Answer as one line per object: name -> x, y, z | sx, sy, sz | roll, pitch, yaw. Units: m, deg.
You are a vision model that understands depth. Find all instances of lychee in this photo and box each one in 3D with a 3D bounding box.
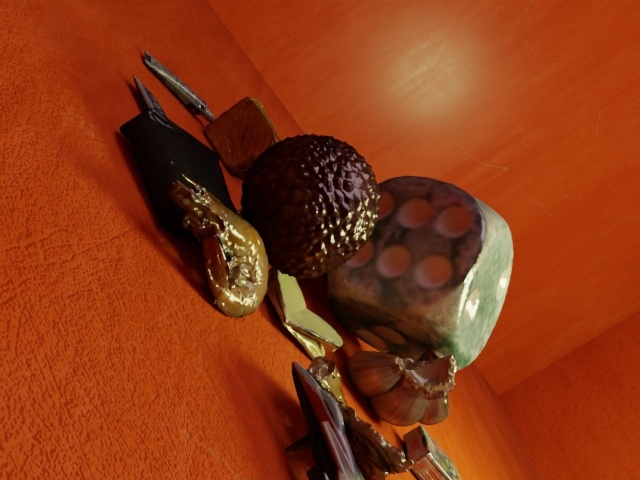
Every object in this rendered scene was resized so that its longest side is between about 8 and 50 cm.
lychee -> -0.020, -0.064, 1.257 | 0.260, 0.261, 0.260 | 53, 10, -14

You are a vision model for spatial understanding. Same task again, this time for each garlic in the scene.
garlic -> 0.163, 0.303, 1.436 | 0.191, 0.214, 0.160 | 129, -44, -68

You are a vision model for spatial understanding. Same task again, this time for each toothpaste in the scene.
toothpaste -> -0.302, -0.229, 1.288 | 0.197, 0.035, 0.057 | 58, 1, 30
toothpaste -> -0.318, -0.343, 1.586 | 0.216, 0.037, 0.062 | 43, 16, -38

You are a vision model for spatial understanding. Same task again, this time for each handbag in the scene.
handbag -> -0.205, -0.086, 1.146 | 0.223, 0.080, 0.247 | 61, 11, 24

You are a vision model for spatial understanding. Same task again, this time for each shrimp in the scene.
shrimp -> -0.148, 0.019, 1.024 | 0.287, 0.063, 0.152 | 51, 44, -55

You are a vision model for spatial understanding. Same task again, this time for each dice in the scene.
dice -> 0.228, 0.077, 1.595 | 0.328, 0.330, 0.348 | 16, -27, 29

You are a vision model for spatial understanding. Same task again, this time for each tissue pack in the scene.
tissue pack -> 0.238, 0.478, 1.476 | 0.148, 0.060, 0.108 | 51, 10, -16

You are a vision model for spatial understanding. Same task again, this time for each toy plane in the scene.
toy plane -> 0.023, 0.306, 0.894 | 0.326, 0.104, 0.223 | 55, 8, 25

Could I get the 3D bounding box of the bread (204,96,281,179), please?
bread -> -0.169, -0.236, 1.645 | 0.158, 0.143, 0.149 | 60, 10, 2

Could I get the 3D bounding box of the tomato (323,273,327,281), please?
tomato -> 0.058, 0.067, 1.808 | 0.199, 0.112, 0.227 | -33, 109, -63

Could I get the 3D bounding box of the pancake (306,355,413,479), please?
pancake -> 0.069, 0.282, 1.004 | 0.244, 0.057, 0.266 | 7, -49, 61

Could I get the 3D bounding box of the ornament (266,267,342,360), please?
ornament -> -0.046, 0.131, 1.283 | 0.201, 0.059, 0.180 | 54, 10, 7

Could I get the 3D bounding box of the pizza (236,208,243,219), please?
pizza -> -0.128, -0.019, 1.391 | 0.175, 0.046, 0.134 | 46, 16, -45
